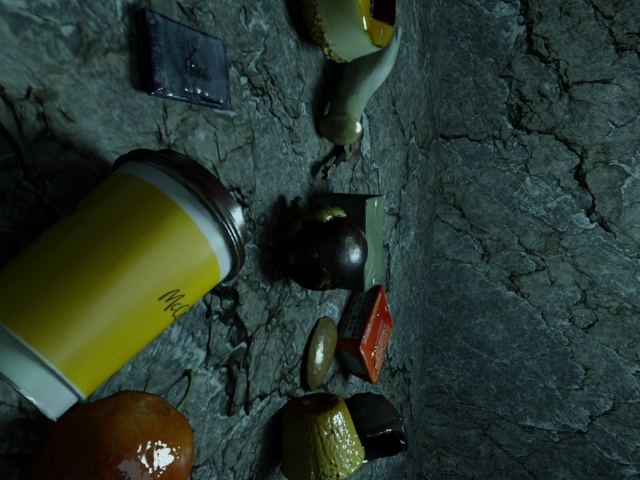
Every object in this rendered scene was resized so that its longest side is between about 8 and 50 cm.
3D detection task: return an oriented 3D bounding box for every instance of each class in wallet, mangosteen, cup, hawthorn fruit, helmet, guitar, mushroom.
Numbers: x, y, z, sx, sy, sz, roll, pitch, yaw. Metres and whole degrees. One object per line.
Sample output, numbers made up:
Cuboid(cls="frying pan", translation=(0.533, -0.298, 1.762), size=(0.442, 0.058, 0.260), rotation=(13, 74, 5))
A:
Cuboid(cls="wallet", translation=(-0.193, -0.258, 0.611), size=(0.166, 0.030, 0.111), rotation=(-19, 107, -64))
Cuboid(cls="mangosteen", translation=(0.000, 0.000, 0.904), size=(0.192, 0.192, 0.217), rotation=(-33, 103, -58))
Cuboid(cls="cup", translation=(-0.219, 0.035, 0.453), size=(0.280, 0.196, 0.197), rotation=(-52, 140, -37))
Cuboid(cls="hawthorn fruit", translation=(-0.219, 0.255, 0.541), size=(0.285, 0.165, 0.166), rotation=(-9, 103, -76))
Cuboid(cls="helmet", translation=(0.139, 0.552, 1.256), size=(0.305, 0.224, 0.177), rotation=(69, 7, -47))
Cuboid(cls="guitar", translation=(0.052, -0.224, 1.106), size=(0.271, 0.038, 0.084), rotation=(-56, 142, -49))
Cuboid(cls="mushroom", translation=(0.094, -0.395, 1.037), size=(0.122, 0.159, 0.329), rotation=(28, 69, -25))

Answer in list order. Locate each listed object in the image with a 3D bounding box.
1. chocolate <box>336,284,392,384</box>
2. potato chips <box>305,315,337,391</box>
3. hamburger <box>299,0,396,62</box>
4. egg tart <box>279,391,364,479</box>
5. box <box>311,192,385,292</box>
Cuboid(cls="chocolate", translation=(0.143, 0.293, 1.324), size=(0.238, 0.107, 0.235), rotation=(-63, 147, -35))
Cuboid(cls="potato chips", translation=(0.010, 0.303, 1.119), size=(0.150, 0.049, 0.202), rotation=(77, 25, -43))
Cuboid(cls="hamburger", translation=(0.058, -0.546, 0.903), size=(0.276, 0.179, 0.294), rotation=(-37, 131, -53))
Cuboid(cls="egg tart", translation=(-0.004, 0.452, 0.977), size=(0.202, 0.202, 0.147), rotation=(-9, 90, -63))
Cuboid(cls="box", translation=(0.071, -0.002, 1.065), size=(0.155, 0.148, 0.232), rotation=(-19, 111, -63))
